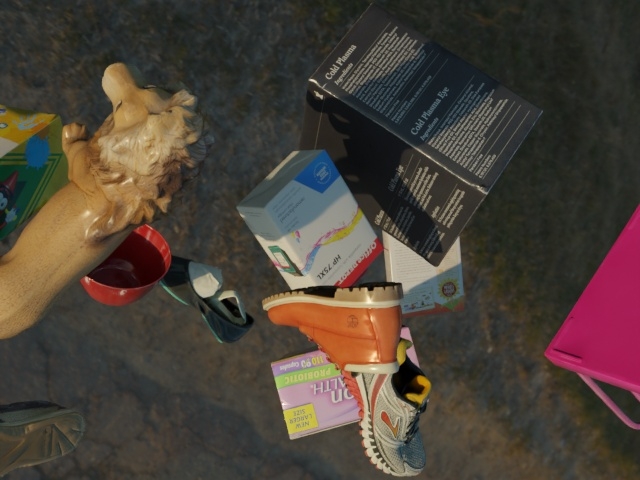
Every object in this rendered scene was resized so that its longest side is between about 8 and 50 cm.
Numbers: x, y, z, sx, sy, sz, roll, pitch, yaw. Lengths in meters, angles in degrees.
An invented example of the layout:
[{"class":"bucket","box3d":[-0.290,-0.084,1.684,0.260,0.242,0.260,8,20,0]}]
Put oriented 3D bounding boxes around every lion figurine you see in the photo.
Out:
[{"class":"lion figurine","box3d":[-0.263,-0.005,0.863,0.142,0.240,0.392,36,90,-29]}]

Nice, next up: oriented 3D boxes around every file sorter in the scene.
[{"class":"file sorter","box3d":[0.403,0.103,0.764,0.182,0.291,0.202,42,76,-27]}]

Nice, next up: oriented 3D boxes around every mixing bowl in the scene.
[{"class":"mixing bowl","box3d":[-0.370,0.052,1.551,0.181,0.181,0.098,-20,146,-39]}]

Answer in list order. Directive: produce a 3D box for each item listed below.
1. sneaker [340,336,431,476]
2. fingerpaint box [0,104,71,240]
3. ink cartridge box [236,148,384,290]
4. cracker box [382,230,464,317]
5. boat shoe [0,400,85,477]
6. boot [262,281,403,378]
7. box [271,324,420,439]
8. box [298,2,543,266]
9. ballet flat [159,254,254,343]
[{"class":"sneaker","box3d":[0.097,0.213,1.075,0.088,0.093,0.225,-56,134,-47]},{"class":"fingerpaint box","box3d":[-0.777,-0.126,1.675,0.371,0.445,0.163,-53,146,-44]},{"class":"ink cartridge box","box3d":[0.000,0.000,1.222,0.134,0.078,0.231,-47,118,-26]},{"class":"cracker box","box3d":[0.219,0.041,1.830,0.156,0.067,0.232,-6,98,-7]},{"class":"boat shoe","box3d":[-0.512,0.309,1.333,0.285,0.092,0.103,-5,107,-46]},{"class":"boot","box3d":[0.008,0.081,0.763,0.059,0.158,0.084,-9,95,-44]},{"class":"box","box3d":[0.047,0.216,1.359,0.213,0.117,0.243,-15,176,2]},{"class":"box","box3d":[0.142,-0.159,1.400,0.179,0.312,0.343,-54,173,-19]},{"class":"ballet flat","box3d":[-0.225,0.105,1.728,0.096,0.095,0.280,-23,134,15]}]
